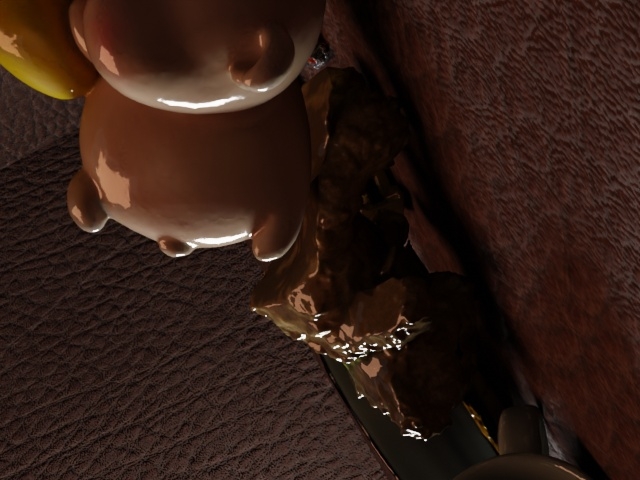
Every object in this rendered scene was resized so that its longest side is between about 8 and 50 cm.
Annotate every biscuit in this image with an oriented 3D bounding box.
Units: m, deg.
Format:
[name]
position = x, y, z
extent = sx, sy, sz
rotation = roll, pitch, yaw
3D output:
[biscuit]
position = 0.198, 0.220, 1.654
extent = 0.188, 0.027, 0.188
rotation = 59, 173, 12

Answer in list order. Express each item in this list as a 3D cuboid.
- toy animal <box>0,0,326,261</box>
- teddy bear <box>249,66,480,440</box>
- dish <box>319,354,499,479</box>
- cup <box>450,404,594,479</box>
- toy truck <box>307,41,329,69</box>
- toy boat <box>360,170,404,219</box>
[toy animal]
position = -0.116, -0.162, 1.164
extent = 0.247, 0.277, 0.345
rotation = 175, 98, -68
[teddy bear]
position = 0.066, 0.014, 1.343
extent = 0.246, 0.222, 0.296
rotation = -118, 45, -71
[dish]
position = 0.122, 0.207, 1.562
extent = 0.316, 0.106, 0.316
rotation = 56, -179, -1
[cup]
position = 0.205, 0.290, 1.387
extent = 0.234, 0.186, 0.258
rotation = 56, -149, -57
[toy truck]
position = -0.008, -0.186, 1.489
extent = 0.032, 0.024, 0.083
rotation = 39, 177, -3
[toy boat]
position = 0.040, -0.058, 1.553
extent = 0.200, 0.057, 0.077
rotation = -141, 27, -76
